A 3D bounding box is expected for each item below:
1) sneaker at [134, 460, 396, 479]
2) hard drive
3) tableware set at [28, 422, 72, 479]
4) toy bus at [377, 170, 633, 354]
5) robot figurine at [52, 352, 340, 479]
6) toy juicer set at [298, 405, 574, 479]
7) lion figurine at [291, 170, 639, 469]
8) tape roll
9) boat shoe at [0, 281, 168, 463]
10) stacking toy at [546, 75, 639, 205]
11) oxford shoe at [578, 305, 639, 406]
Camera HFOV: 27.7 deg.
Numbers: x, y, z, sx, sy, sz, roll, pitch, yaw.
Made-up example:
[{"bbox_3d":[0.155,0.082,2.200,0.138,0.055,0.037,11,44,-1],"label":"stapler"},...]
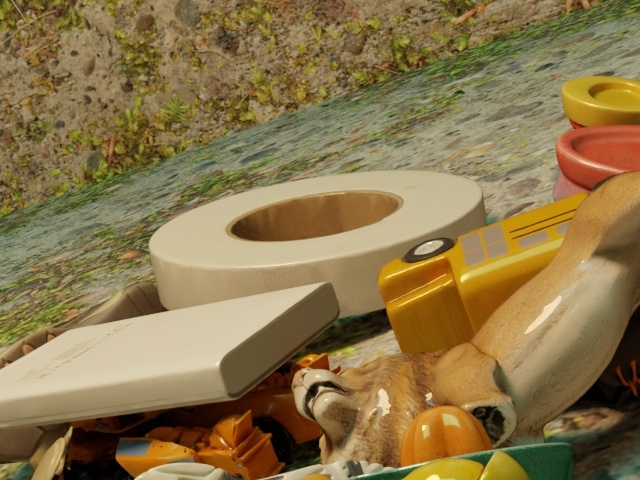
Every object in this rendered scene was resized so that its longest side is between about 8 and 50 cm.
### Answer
[{"bbox_3d":[-0.021,0.215,0.820,0.235,0.094,0.153,3,-37,-19],"label":"sneaker"},{"bbox_3d":[-0.160,0.107,1.169,0.308,0.040,0.203,-11,12,30],"label":"hard drive"},{"bbox_3d":[-0.254,0.225,1.111,0.168,0.020,0.141,-58,16,5],"label":"tableware set"},{"bbox_3d":[0.221,0.028,1.130,0.333,0.108,0.130,-20,15,6],"label":"toy bus"},{"bbox_3d":[-0.118,0.167,1.157,0.291,0.085,0.211,-9,18,42],"label":"robot figurine"},{"bbox_3d":[0.082,0.123,0.671,0.329,0.089,0.209,-6,-16,-15],"label":"toy juicer set"},{"bbox_3d":[0.163,0.059,0.898,0.392,0.142,0.240,-37,11,1],"label":"lion figurine"},{"bbox_3d":[0.000,0.000,1.492,0.392,0.072,0.392,-8,15,2],"label":"tape roll"},{"bbox_3d":[-0.285,0.158,1.414,0.130,0.132,0.355,-25,1,31],"label":"boat shoe"},{"bbox_3d":[0.370,-0.054,1.328,0.280,0.130,0.309,10,25,13],"label":"stacking toy"},{"bbox_3d":[0.253,0.080,0.963,0.271,0.097,0.098,-16,34,39],"label":"oxford shoe"}]
